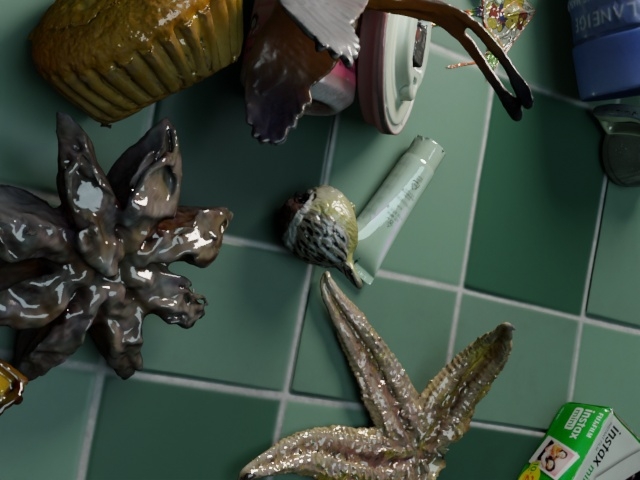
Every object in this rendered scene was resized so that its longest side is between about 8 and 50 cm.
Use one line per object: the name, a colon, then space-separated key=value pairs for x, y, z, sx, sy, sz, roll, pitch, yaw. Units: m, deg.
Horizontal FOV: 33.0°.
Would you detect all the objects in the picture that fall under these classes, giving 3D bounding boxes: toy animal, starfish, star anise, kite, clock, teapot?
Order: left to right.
star anise: x=-0.235 y=0.021 z=1.133 sx=0.332 sy=0.118 sz=0.331 roll=-11 pitch=114 yaw=-27
toy animal: x=0.000 y=0.000 z=1.326 sx=0.098 sy=0.098 sz=0.137 roll=-5 pitch=75 yaw=-33
toy animal: x=0.062 y=-0.266 z=1.155 sx=0.284 sy=0.225 sz=0.302 roll=-6 pitch=72 yaw=-17
clock: x=0.100 y=-0.251 z=1.332 sx=0.244 sy=0.056 sz=0.244 roll=10 pitch=90 yaw=-76
starfish: x=0.108 y=0.261 z=1.386 sx=0.384 sy=0.132 sz=0.398 roll=29 pitch=89 yaw=-23
kite: x=0.213 y=-0.321 z=1.511 sx=0.244 sy=0.006 sz=0.198 roll=-11 pitch=97 yaw=-32
teapot: x=0.494 y=-0.154 z=1.635 sx=0.111 sy=0.108 sz=0.149 roll=-31 pitch=107 yaw=-30

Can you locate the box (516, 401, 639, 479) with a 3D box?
box: x=0.418 y=0.372 z=1.599 sx=0.250 sy=0.103 sz=0.180 roll=44 pitch=68 yaw=-26

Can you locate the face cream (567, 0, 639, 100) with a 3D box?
face cream: x=0.479 y=-0.328 z=1.544 sx=0.249 sy=0.249 sz=0.225 roll=-10 pitch=91 yaw=-32

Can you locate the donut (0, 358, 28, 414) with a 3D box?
donut: x=-0.431 y=0.170 z=1.049 sx=0.259 sy=0.101 sz=0.152 roll=-42 pitch=111 yaw=-24

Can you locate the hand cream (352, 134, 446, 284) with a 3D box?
hand cream: x=0.093 y=-0.045 z=1.417 sx=0.078 sy=0.050 sz=0.205 roll=42 pitch=74 yaw=-29

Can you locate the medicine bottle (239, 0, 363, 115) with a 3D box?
medicine bottle: x=-0.009 y=-0.282 z=1.290 sx=0.147 sy=0.147 sz=0.247 roll=13 pitch=84 yaw=-32

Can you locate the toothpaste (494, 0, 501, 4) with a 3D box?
toothpaste: x=0.212 y=-0.386 z=1.494 sx=0.037 sy=0.021 sz=0.140 roll=-41 pitch=104 yaw=-25

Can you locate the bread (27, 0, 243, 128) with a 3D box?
bread: x=-0.183 y=-0.220 z=1.127 sx=0.240 sy=0.240 sz=0.139 roll=-42 pitch=118 yaw=-25
